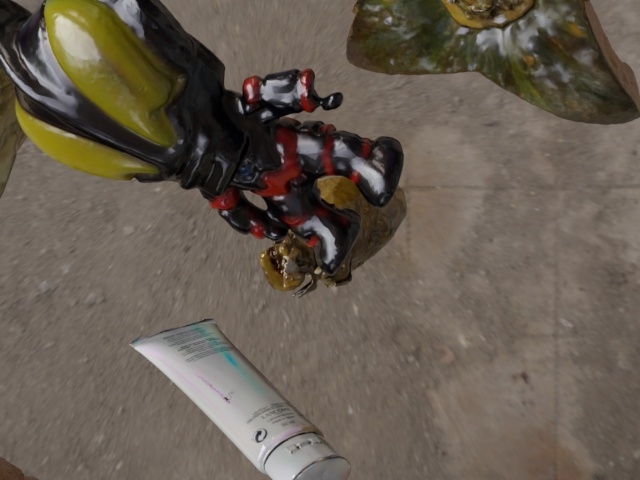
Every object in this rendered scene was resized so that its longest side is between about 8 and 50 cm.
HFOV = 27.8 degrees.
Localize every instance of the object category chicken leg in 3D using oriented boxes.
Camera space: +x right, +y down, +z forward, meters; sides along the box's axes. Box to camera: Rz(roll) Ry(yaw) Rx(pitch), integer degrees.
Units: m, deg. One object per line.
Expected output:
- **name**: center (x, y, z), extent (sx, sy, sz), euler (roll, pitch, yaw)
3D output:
- **chicken leg**: center (0.001, -0.003, 1.062), extent (0.101, 0.207, 0.085), euler (-39, 90, 31)

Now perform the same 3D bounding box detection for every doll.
- **doll**: center (-0.079, -0.069, 0.725), extent (0.248, 0.088, 0.127), euler (30, 103, -7)

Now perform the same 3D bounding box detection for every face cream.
- **face cream**: center (-0.030, 0.058, 0.484), extent (0.038, 0.115, 0.020), euler (-16, 124, -30)

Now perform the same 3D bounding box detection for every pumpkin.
- **pumpkin**: center (0.153, -0.234, 1.150), extent (0.290, 0.095, 0.258), euler (14, 130, 19)

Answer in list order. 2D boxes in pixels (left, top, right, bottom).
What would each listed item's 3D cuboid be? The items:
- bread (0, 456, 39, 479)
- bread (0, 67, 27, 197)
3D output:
- **bread**: center (-0.407, 0.335, 1.267), extent (0.172, 0.312, 0.312), euler (42, 92, -9)
- **bread**: center (-0.380, -0.169, 1.204), extent (0.183, 0.388, 0.236), euler (-45, 113, 6)
